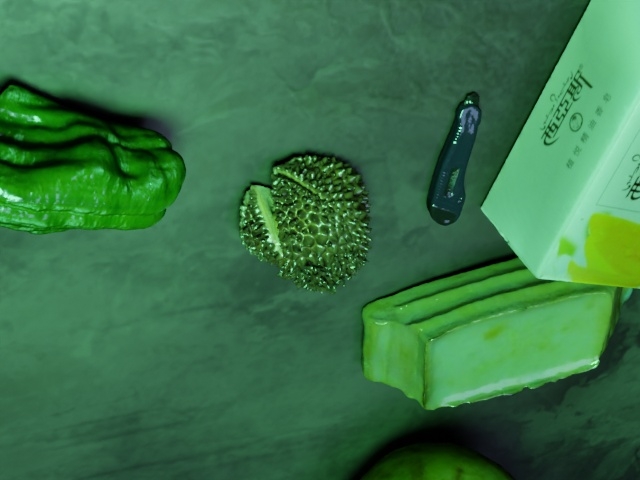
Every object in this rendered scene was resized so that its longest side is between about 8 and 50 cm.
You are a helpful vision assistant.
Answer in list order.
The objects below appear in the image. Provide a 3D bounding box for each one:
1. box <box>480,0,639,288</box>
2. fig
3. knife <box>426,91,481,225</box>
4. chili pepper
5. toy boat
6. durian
[{"bbox_3d":[0.281,-0.089,1.055,0.194,0.111,0.260,6,126,-30],"label":"box"},{"bbox_3d":[0.116,0.290,1.249,0.203,0.203,0.225,-42,172,9],"label":"fig"},{"bbox_3d":[0.112,-0.065,1.049,0.031,0.018,0.121,1,125,-20],"label":"knife"},{"bbox_3d":[-0.207,-0.054,0.837,0.253,0.099,0.083,16,136,-36],"label":"chili pepper"},{"bbox_3d":[0.175,0.075,1.152,0.276,0.084,0.111,-14,129,-15],"label":"toy boat"},{"bbox_3d":[-0.002,0.002,1.012,0.110,0.071,0.140,-26,139,-6],"label":"durian"}]
